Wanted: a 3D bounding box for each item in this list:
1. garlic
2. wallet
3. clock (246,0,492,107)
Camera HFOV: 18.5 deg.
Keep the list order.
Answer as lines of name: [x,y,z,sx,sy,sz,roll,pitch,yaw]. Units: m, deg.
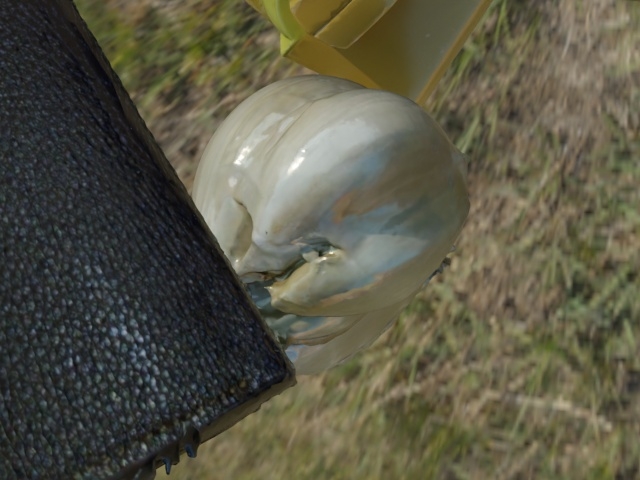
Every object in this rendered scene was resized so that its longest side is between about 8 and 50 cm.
garlic: [-0.010,-0.013,1.420,0.203,0.281,0.184,-40,83,-19]
wallet: [-0.136,-0.001,0.659,0.071,0.262,0.221,-29,87,32]
clock: [0.084,-0.293,1.537,0.200,0.244,0.317,29,119,-24]
